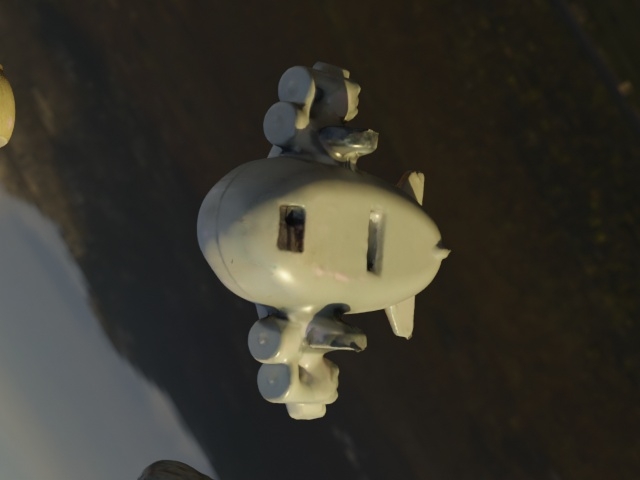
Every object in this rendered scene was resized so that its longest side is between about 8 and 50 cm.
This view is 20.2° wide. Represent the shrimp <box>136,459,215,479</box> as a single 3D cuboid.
[{"bbox_3d":[-0.054,0.316,1.410,0.343,0.116,0.145,62,170,-23],"label":"shrimp"}]

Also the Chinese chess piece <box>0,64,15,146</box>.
[{"bbox_3d":[-0.255,-0.081,1.137,0.122,0.122,0.051,148,117,-82],"label":"Chinese chess piece"}]

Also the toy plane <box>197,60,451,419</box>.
[{"bbox_3d":[0.000,0.000,1.210,0.117,0.244,0.244,3,133,36],"label":"toy plane"}]
